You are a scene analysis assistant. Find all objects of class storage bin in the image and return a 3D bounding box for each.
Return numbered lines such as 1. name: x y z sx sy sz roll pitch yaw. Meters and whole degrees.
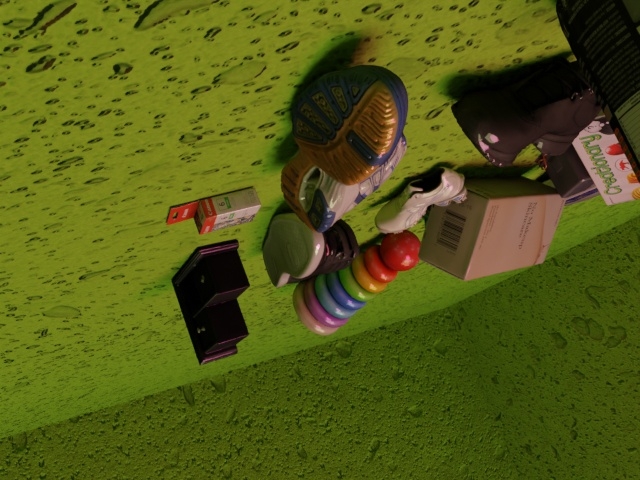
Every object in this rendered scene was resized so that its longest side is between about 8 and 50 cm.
1. storage bin: 0.467 -0.139 1.333 0.098 0.091 0.135 -20 166 -7

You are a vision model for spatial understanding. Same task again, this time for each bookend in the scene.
1. bookend: -0.167 0.104 1.168 0.072 0.157 0.156 -13 165 -32

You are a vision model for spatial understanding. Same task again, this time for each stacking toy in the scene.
1. stacking toy: 0.091 0.079 1.577 0.330 0.141 0.141 -38 160 33

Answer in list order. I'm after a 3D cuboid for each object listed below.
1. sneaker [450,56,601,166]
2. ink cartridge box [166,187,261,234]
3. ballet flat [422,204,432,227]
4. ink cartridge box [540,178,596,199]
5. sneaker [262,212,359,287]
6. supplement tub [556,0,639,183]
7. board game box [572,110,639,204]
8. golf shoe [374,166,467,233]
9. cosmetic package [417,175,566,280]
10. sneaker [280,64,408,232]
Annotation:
1. sneaker: 0.274 -0.176 0.908 0.286 0.109 0.130 -18 159 -46
2. ink cartridge box: -0.141 -0.034 0.939 0.115 0.029 0.063 -16 166 -22
3. ballet flat: 0.238 -0.051 1.421 0.068 0.072 0.213 -49 166 0
4. ink cartridge box: 0.582 -0.132 1.475 0.175 0.069 0.371 -14 176 -15
5. sneaker: 0.000 0.000 1.152 0.146 0.105 0.296 -19 173 -16
6. supplement tub: 0.382 -0.135 0.670 0.207 0.338 0.207 -21 167 -5
7. board game box: 0.515 -0.154 1.127 0.192 0.053 0.305 -12 153 30
8. golf shoe: 0.155 -0.075 1.206 0.176 0.069 0.086 -30 144 23
9. cosmetic package: 0.330 -0.031 1.351 0.309 0.113 0.160 -7 117 -46
10. sneaker: 0.041 -0.117 0.788 0.131 0.112 0.296 -35 174 -22
